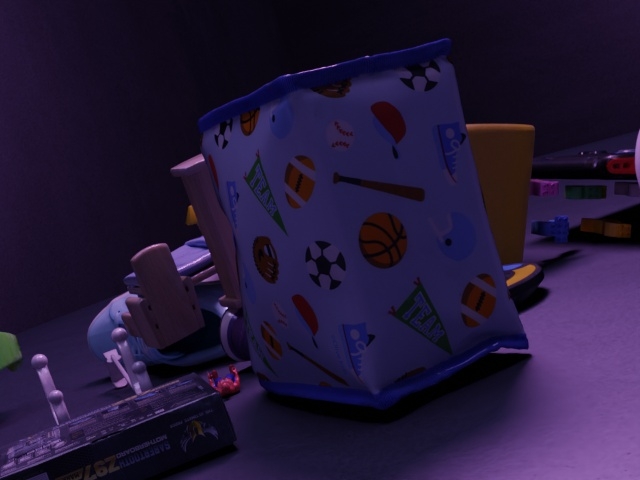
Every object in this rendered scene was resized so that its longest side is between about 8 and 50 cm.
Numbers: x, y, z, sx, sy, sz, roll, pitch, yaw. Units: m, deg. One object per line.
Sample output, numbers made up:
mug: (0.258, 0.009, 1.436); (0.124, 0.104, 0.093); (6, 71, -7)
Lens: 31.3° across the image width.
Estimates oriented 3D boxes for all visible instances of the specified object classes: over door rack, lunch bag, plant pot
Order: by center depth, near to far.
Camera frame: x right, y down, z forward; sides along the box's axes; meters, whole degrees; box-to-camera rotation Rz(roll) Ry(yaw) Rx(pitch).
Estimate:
lunch bag: (0.011, -0.010, 1.221); (0.239, 0.327, 0.385); (-15, 1, -28)
over door rack: (-0.368, 0.201, 1.535); (0.239, 0.108, 0.324); (-18, 4, -17)
plant pot: (0.160, -0.061, 1.616); (0.187, 0.212, 0.212); (7, -4, -20)

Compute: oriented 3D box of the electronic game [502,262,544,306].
electronic game: (0.165, 0.071, 1.418); (0.229, 0.048, 0.229); (-18, 5, 2)

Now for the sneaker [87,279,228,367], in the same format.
sneaker: (-0.238, 0.129, 1.723); (0.366, 0.135, 0.150); (-16, 2, 32)

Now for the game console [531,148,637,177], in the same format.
game console: (0.492, -0.118, 1.698); (0.342, 0.060, 0.386); (0, 2, -13)

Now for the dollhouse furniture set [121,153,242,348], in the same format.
dollhouse furniture set: (-0.207, -0.011, 1.589); (0.286, 0.198, 0.303); (-27, 15, -30)

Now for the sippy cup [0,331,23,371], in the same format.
sippy cup: (-0.630, 0.219, 1.744); (0.305, 0.240, 0.224); (21, -23, -19)

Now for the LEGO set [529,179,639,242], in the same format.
LEGO set: (0.386, -0.040, 1.609); (0.227, 0.087, 0.093); (-1, 7, -16)

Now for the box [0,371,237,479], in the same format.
box: (-0.213, 0.208, 1.157); (0.233, 0.059, 0.183); (-20, 5, -14)

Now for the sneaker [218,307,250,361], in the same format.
sneaker: (0.009, 0.094, 1.549); (0.283, 0.107, 0.124); (-30, 21, -37)

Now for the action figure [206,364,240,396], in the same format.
action figure: (-0.119, 0.174, 1.413); (0.038, 0.030, 0.115); (-13, 6, -6)

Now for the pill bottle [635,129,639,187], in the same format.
pill bottle: (0.531, -0.106, 1.285); (0.181, 0.181, 0.323); (-21, 5, -37)

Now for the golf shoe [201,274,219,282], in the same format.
golf shoe: (-0.231, 0.115, 2.106); (0.198, 0.077, 0.094); (-46, 33, -16)
